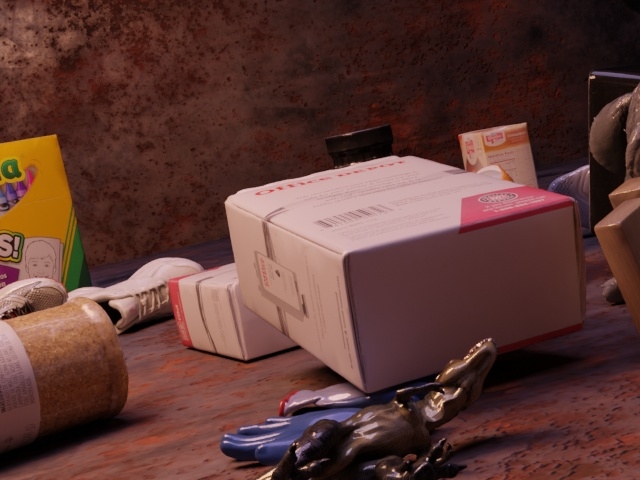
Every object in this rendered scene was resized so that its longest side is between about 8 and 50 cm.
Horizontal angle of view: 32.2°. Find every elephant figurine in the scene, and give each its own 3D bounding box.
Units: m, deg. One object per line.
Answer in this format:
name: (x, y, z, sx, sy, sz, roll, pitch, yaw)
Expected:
elephant figurine: (0.337, -0.093, 1.052, 0.186, 0.239, 0.169, -33, 11, -35)

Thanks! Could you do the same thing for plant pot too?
plant pot: (0.421, -0.106, 1.257, 0.167, 0.187, 0.188, 5, 13, 41)

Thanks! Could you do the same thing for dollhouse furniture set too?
dollhouse furniture set: (0.257, 0.025, 0.905, 0.151, 0.144, 0.123, -34, 13, -38)

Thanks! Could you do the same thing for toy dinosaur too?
toy dinosaur: (0.011, 0.130, 0.659, 0.268, 0.064, 0.118, -18, 3, -18)

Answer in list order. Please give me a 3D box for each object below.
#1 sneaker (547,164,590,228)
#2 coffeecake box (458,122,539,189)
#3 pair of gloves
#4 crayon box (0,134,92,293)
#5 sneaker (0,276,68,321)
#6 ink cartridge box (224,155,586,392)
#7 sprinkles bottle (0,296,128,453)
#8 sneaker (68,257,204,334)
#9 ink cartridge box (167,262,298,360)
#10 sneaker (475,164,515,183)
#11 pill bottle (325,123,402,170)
sneaker: (0.464, -0.073, 1.678, 0.269, 0.101, 0.153, -6, 4, -2)
coffeecake box: (0.251, -0.063, 1.520, 0.068, 0.185, 0.142, -12, 5, -3)
pair of gloves: (0.020, 0.130, 0.825, 0.159, 0.023, 0.198, -12, 4, 22)
crayon box: (-0.541, 0.023, 1.680, 0.363, 0.313, 0.106, -17, 7, -43)
sneaker: (-0.453, 0.131, 1.562, 0.225, 0.088, 0.093, -34, 24, -22)
ink cartridge box: (0.062, 0.014, 0.967, 0.207, 0.117, 0.283, -14, 16, -20)
sprinkles bottle: (-0.343, 0.144, 0.936, 0.355, 0.121, 0.121, -15, 6, -36)
sneaker: (-0.274, 0.096, 1.648, 0.232, 0.090, 0.115, -22, 14, -13)
ink cartridge box: (-0.066, 0.071, 1.295, 0.159, 0.092, 0.218, -14, 4, -24)
sneaker: (0.152, 0.008, 1.325, 0.121, 0.099, 0.262, -29, -13, -30)
pill bottle: (0.074, -0.046, 1.552, 0.123, 0.219, 0.123, -12, 5, 1)
